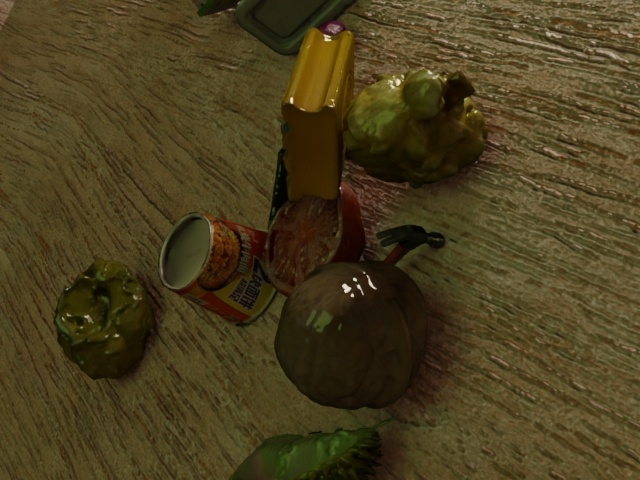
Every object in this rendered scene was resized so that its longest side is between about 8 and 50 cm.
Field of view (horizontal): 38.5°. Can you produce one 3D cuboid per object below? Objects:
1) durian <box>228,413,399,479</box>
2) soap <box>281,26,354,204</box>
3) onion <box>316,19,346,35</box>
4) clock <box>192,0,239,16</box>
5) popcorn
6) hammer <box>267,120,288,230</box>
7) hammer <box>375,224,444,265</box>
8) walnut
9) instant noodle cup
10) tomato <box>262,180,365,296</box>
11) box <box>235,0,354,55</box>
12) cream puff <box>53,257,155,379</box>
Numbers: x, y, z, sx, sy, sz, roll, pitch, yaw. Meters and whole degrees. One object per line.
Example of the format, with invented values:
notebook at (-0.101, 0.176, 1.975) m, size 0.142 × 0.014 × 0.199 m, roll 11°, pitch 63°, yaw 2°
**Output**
durian at (-0.039, 0.381, 1.507) m, size 0.356 × 0.158 × 0.169 m, roll -23°, pitch 48°, yaw 43°
soap at (0.001, -0.229, 1.642) m, size 0.096 × 0.204 × 0.324 m, roll 3°, pitch 37°, yaw 6°
onion at (0.017, -0.390, 1.857) m, size 0.104 × 0.115 × 0.115 m, roll 33°, pitch 100°, yaw 4°
clock at (-0.253, -0.723, 2.128) m, size 0.235 × 0.166 × 0.309 m, roll -31°, pitch 93°, yaw 41°
popcorn at (0.155, -0.201, 1.518) m, size 0.266 × 0.233 × 0.192 m, roll 130°, pitch 150°, yaw -58°
hammer at (-0.071, -0.129, 1.822) m, size 0.159 × 0.041 × 0.226 m, roll -79°, pitch -3°, yaw -85°
hammer at (0.085, 0.076, 1.575) m, size 0.287 × 0.111 × 0.033 m, roll -51°, pitch 43°, yaw 30°
walnut at (0.051, 0.143, 1.445) m, size 0.248 × 0.248 × 0.248 m, roll -22°, pitch 57°, yaw 39°
instant noodle cup at (-0.206, 0.047, 1.822) m, size 0.213 × 0.174 × 0.213 m, roll -22°, pitch 56°, yaw 38°
tomato at (0.000, 0.000, 1.688) m, size 0.237 × 0.095 × 0.236 m, roll -25°, pitch 55°, yaw 42°
box at (-0.031, -0.572, 1.938) m, size 0.312 × 0.175 × 0.182 m, roll -37°, pitch 41°, yaw 30°
cream puff at (-0.506, 0.173, 2.080) m, size 0.282 × 0.185 × 0.281 m, roll -24°, pitch 57°, yaw 43°
